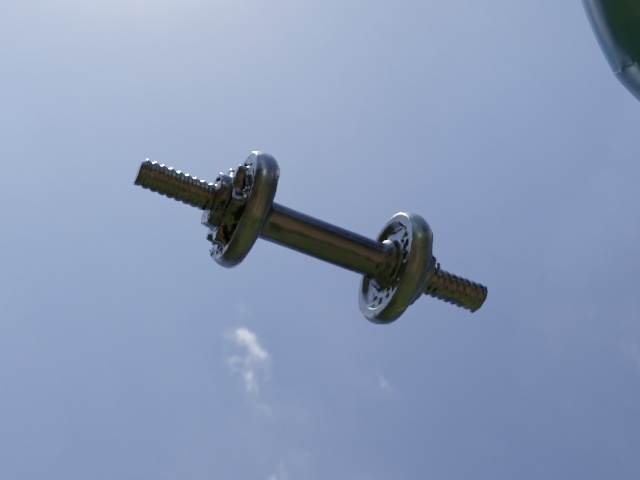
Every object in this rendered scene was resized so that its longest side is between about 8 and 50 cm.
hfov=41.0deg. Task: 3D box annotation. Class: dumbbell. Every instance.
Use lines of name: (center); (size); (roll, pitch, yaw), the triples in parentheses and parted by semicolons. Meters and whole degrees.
dumbbell: (0.000, 0.000, 0.567); (0.253, 0.081, 0.082); (20, -75, -17)

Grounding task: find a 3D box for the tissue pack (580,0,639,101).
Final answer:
tissue pack: (0.350, -0.201, 0.618); (0.287, 0.198, 0.206); (-28, -86, 33)
